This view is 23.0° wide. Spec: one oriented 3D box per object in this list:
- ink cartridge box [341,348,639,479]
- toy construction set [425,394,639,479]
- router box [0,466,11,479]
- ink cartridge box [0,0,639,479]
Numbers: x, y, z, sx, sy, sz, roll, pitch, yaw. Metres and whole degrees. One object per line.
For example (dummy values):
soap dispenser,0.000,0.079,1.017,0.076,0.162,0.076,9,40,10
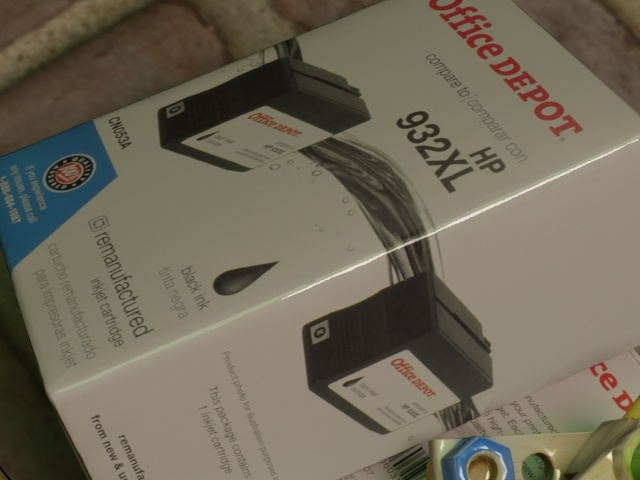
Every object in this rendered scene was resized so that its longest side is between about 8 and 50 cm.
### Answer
ink cartridge box,0.089,0.133,0.843,0.203,0.086,0.148,-30,69,-15
toy construction set,0.233,0.120,0.745,0.327,0.151,0.215,-28,86,-4
router box,-0.265,0.239,0.792,0.309,0.081,0.243,-38,70,-17
ink cartridge box,0.000,0.000,0.825,0.307,0.129,0.223,-23,36,-7
